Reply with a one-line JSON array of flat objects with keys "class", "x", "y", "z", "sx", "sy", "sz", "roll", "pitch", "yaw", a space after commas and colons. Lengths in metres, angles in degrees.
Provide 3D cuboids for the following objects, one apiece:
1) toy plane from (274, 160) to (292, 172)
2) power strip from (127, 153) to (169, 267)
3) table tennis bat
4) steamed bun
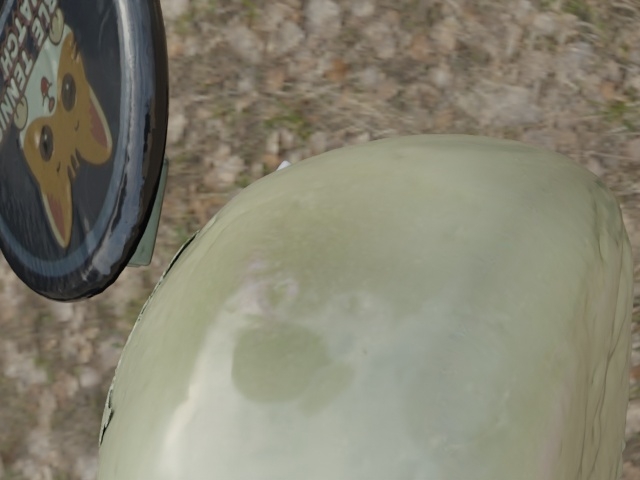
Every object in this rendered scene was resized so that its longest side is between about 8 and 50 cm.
[{"class": "toy plane", "x": -0.001, "y": 0.000, "z": 1.543, "sx": 0.080, "sy": 0.174, "sz": 0.174, "roll": 6, "pitch": 95, "yaw": 61}, {"class": "power strip", "x": -0.142, "y": -0.044, "z": 1.059, "sx": 0.052, "sy": 0.272, "sz": 0.078, "roll": 9, "pitch": 99, "yaw": -12}, {"class": "table tennis bat", "x": -0.107, "y": -0.087, "z": 0.560, "sx": 0.150, "sy": 0.027, "sz": 0.236, "roll": -56, "pitch": 49, "yaw": 43}, {"class": "steamed bun", "x": 0.016, "y": 0.102, "z": 0.740, "sx": 0.233, "sy": 0.334, "sz": 0.312, "roll": 7, "pitch": 125, "yaw": 18}]
